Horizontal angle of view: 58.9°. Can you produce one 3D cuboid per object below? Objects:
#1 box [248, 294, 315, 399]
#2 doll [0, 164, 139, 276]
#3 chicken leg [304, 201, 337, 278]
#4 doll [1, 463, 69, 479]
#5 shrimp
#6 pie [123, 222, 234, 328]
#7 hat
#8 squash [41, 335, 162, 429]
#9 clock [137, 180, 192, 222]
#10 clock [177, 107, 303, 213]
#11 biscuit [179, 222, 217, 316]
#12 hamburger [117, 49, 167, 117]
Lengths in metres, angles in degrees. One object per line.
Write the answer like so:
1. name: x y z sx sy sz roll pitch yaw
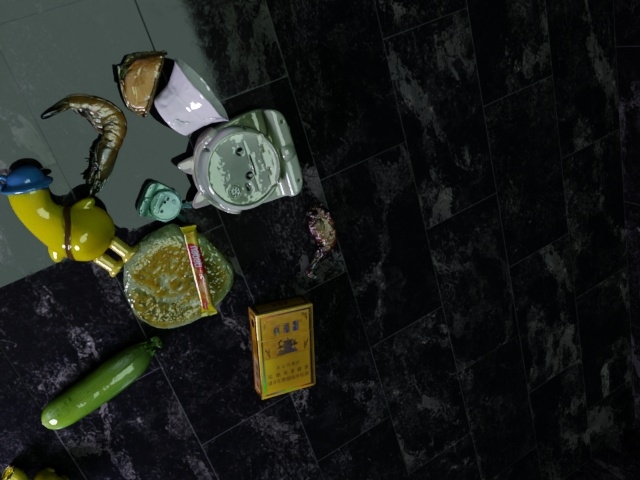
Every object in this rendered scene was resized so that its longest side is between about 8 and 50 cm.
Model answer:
1. box: -0.122 0.342 1.831 0.193 0.084 0.301 -10 110 -24
2. doll: -0.639 -0.040 1.411 0.363 0.145 0.199 40 98 -23
3. chicken leg: 0.000 0.000 1.806 0.106 0.051 0.253 -4 109 -20
4. doll: -0.784 0.704 1.582 0.221 0.143 0.135 34 54 -31
5. shrimp: -0.606 -0.238 1.420 0.198 0.051 0.262 16 95 -23
6. pie: -0.410 0.110 1.619 0.323 0.070 0.323 -9 112 -24
7. hat: -0.345 -0.353 1.458 0.126 0.203 0.203 -35 121 9
8. squash: -0.607 0.400 1.592 0.379 0.101 0.101 -36 119 -15
9. clock: -0.425 -0.098 1.556 0.135 0.041 0.101 19 97 -31
10. clock: -0.223 -0.204 1.587 0.324 0.108 0.265 -26 116 -18
11. biscuit: -0.341 0.085 1.590 0.048 0.026 0.292 -9 114 -2
12. hamburger: -0.456 -0.408 1.424 0.102 0.087 0.176 20 109 -9
